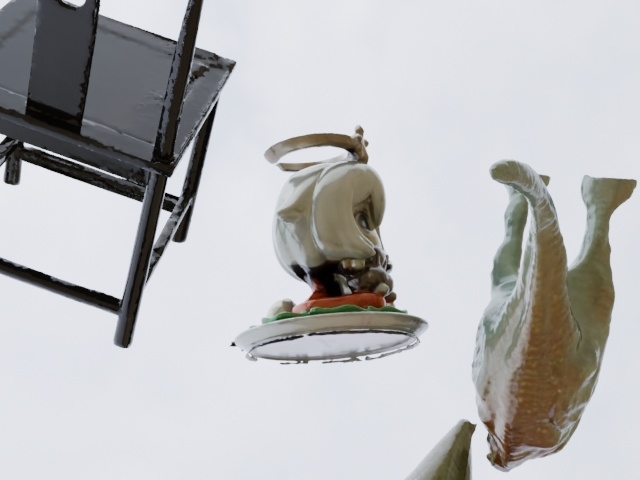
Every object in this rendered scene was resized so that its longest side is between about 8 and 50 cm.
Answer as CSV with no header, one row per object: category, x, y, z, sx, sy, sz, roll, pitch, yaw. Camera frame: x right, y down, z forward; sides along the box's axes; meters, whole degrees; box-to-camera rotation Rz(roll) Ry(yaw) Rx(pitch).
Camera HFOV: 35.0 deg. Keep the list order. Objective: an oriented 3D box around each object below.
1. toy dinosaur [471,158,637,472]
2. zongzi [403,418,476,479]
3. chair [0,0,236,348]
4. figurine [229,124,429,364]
toy dinosaur,0.137,0.035,0.625,0.393,0.092,0.205,70,-146,-73
zongzi,0.108,0.305,0.742,0.251,0.125,0.274,47,-120,1
chair,-0.136,-0.086,0.587,0.141,0.155,0.260,-72,2,-53
figurine,0.000,0.000,0.684,0.132,0.132,0.153,10,-111,-41
